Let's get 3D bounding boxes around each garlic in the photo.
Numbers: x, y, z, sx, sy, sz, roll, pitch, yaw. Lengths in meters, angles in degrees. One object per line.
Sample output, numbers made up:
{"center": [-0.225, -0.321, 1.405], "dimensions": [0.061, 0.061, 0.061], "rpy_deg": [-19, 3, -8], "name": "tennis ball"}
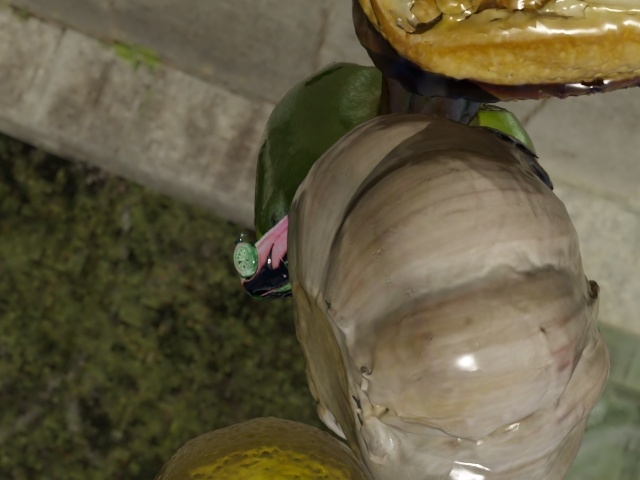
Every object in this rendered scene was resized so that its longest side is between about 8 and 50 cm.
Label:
{"center": [0.067, 0.037, 0.795], "dimensions": [0.152, 0.228, 0.228], "rpy_deg": [-11, 179, -14], "name": "garlic"}

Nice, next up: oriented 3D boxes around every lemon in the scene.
{"center": [-0.050, 0.279, 1.325], "dimensions": [0.267, 0.267, 0.267], "rpy_deg": [21, 172, 3], "name": "lemon"}

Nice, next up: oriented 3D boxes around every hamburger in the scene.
{"center": [0.135, -0.223, 0.894], "dimensions": [0.284, 0.304, 0.174], "rpy_deg": [-13, 135, -4], "name": "hamburger"}

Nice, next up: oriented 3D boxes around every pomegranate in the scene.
{"center": [0.069, -0.057, 1.172], "dimensions": [0.236, 0.236, 0.302], "rpy_deg": [21, 146, -1], "name": "pomegranate"}

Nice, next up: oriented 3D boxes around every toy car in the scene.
{"center": [0.000, 0.000, 1.027], "dimensions": [0.069, 0.055, 0.142], "rpy_deg": [-3, 153, -39], "name": "toy car"}
